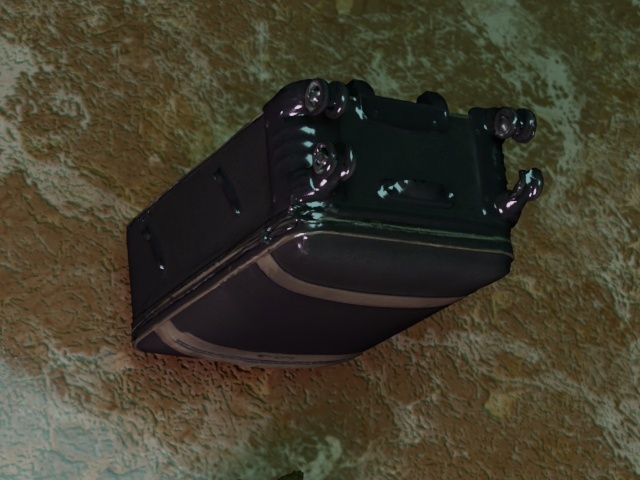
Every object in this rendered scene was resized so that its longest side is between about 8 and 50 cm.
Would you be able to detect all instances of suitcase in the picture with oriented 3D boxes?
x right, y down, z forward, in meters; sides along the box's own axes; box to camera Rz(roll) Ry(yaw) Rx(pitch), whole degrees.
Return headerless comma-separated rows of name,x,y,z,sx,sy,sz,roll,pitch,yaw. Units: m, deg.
suitcase,0.000,0.000,1.845,0.283,0.434,0.194,6,68,-31

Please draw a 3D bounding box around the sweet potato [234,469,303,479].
sweet potato,-0.130,0.348,1.839,0.158,0.158,0.369,41,68,5
